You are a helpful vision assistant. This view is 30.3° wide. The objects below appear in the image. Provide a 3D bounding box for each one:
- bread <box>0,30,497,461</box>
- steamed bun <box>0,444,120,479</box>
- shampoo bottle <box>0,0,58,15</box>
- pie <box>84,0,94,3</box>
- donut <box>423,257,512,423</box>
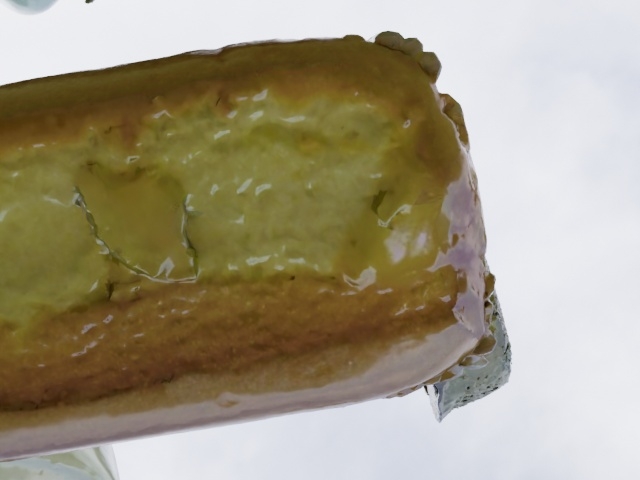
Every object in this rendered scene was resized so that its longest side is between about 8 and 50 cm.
[{"bbox_3d":[-0.079,0.005,0.486,0.288,0.153,0.119,-9,-170,-1],"label":"bread"},{"bbox_3d":[-0.270,0.145,0.806,0.250,0.155,0.200,-9,-145,-16],"label":"steamed bun"},{"bbox_3d":[-0.118,-0.305,0.644,0.349,0.151,0.222,-54,-133,0],"label":"shampoo bottle"},{"bbox_3d":[-0.119,-0.312,0.926,0.068,0.128,0.282,29,-87,-13],"label":"pie"},{"bbox_3d":[0.150,0.062,1.351,0.107,0.272,0.272,-13,-126,0],"label":"donut"}]
